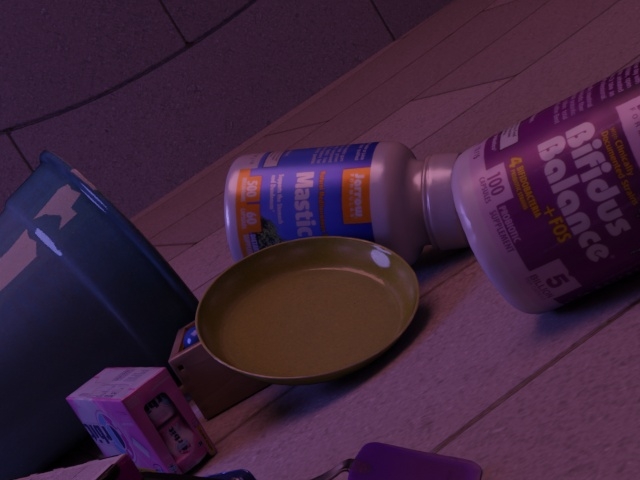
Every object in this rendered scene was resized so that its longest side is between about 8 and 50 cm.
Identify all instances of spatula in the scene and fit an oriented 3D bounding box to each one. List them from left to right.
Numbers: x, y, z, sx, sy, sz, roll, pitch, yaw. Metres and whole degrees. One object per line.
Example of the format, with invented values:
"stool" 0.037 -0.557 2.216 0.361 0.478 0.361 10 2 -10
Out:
"spatula" -0.028 0.187 1.128 0.296 0.030 0.084 -6 20 15

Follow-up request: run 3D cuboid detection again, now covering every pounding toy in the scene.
"pounding toy" -0.133 0.132 1.727 0.206 0.094 0.181 -30 12 6

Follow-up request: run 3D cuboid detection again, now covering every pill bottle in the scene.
"pill bottle" 0.037 -0.037 1.727 0.272 0.152 0.152 -5 20 17
"pill bottle" 0.282 -0.065 1.298 0.301 0.169 0.169 -27 12 23

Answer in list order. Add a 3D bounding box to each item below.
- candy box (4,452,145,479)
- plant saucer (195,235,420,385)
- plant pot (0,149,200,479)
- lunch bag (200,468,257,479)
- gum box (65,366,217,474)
"candy box" -0.198 0.266 1.175 0.233 0.159 0.071 -20 15 47
"plant saucer" -0.012 0.080 1.567 0.241 0.037 0.241 -7 36 5
"plant pot" -0.357 0.120 1.849 0.334 0.341 0.341 -42 13 -12
"lunch bag" -0.080 0.232 1.239 0.098 0.067 0.065 -18 18 46
"gum box" -0.192 0.196 1.578 0.062 0.107 0.188 -37 13 -25
